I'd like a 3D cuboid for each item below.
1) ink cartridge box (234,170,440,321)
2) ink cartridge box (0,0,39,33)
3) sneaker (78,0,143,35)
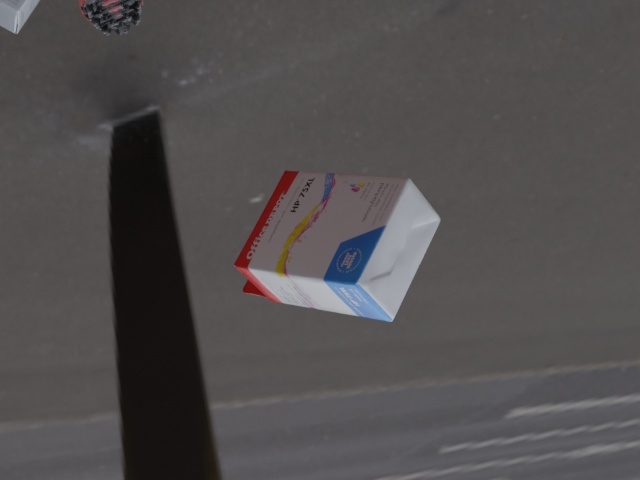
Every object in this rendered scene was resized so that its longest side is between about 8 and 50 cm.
[{"bbox_3d":[0.000,0.000,1.164,0.231,0.134,0.078,6,151,43],"label":"ink cartridge box"},{"bbox_3d":[-0.461,-0.416,1.573,0.127,0.175,0.072,29,157,-8],"label":"ink cartridge box"},{"bbox_3d":[-0.335,-0.418,1.550,0.097,0.135,0.276,-23,150,-1],"label":"sneaker"}]
